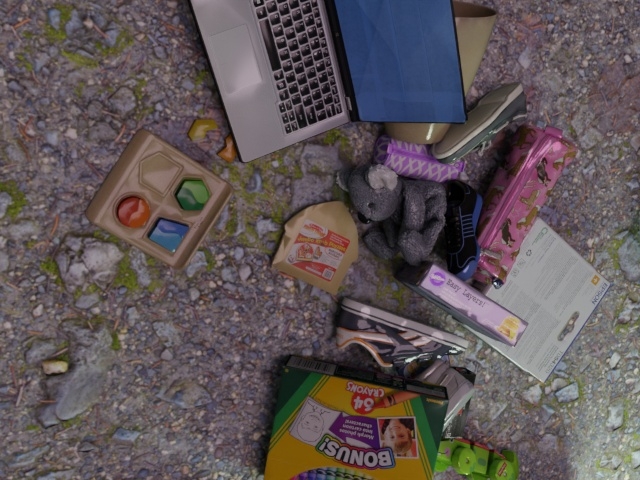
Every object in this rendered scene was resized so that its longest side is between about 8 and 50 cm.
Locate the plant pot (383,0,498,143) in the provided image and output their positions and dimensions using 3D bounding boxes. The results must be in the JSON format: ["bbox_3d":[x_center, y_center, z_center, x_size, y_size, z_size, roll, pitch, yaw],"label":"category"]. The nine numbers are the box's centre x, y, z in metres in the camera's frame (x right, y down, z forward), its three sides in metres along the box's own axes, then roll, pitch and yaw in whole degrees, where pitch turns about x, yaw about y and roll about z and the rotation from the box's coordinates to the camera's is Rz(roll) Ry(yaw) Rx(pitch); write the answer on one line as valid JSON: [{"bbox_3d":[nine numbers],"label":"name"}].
[{"bbox_3d":[0.215,-0.351,1.447,0.257,0.256,0.274,-5,119,-21],"label":"plant pot"}]

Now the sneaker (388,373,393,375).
[{"bbox_3d":[0.113,0.439,1.639,0.111,0.103,0.252,4,93,-18],"label":"sneaker"}]

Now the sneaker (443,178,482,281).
[{"bbox_3d":[0.301,-0.026,1.531,0.090,0.081,0.232,31,56,-34],"label":"sneaker"}]

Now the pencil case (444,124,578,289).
[{"bbox_3d":[0.445,-0.084,1.616,0.160,0.167,0.386,31,89,-25],"label":"pencil case"}]

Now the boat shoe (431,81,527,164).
[{"bbox_3d":[0.370,-0.245,1.552,0.319,0.116,0.099,-42,116,-32],"label":"boat shoe"}]

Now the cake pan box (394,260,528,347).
[{"bbox_3d":[0.300,0.131,1.528,0.246,0.267,0.070,35,87,-3],"label":"cake pan box"}]

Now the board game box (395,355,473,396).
[{"bbox_3d":[0.281,0.348,1.714,0.136,0.035,0.201,-35,111,-12],"label":"board game box"}]

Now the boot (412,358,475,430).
[{"bbox_3d":[0.239,0.404,1.636,0.258,0.123,0.095,-49,152,0],"label":"boot"}]

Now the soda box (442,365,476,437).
[{"bbox_3d":[0.328,0.396,1.693,0.060,0.053,0.168,7,99,-24],"label":"soda box"}]

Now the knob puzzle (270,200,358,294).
[{"bbox_3d":[0.000,0.000,1.533,0.213,0.030,0.213,-4,103,-20],"label":"knob puzzle"}]

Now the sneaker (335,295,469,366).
[{"bbox_3d":[0.182,0.233,1.603,0.321,0.126,0.127,18,89,-12],"label":"sneaker"}]

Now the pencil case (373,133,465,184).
[{"bbox_3d":[0.220,-0.180,1.551,0.206,0.088,0.086,8,97,-22],"label":"pencil case"}]

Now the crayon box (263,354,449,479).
[{"bbox_3d":[0.074,0.448,1.532,0.363,0.106,0.313,11,97,6],"label":"crayon box"}]

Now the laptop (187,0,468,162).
[{"bbox_3d":[0.016,-0.350,1.283,0.408,0.236,0.382,-23,121,-13],"label":"laptop"}]

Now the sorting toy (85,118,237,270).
[{"bbox_3d":[-0.291,-0.117,1.386,0.229,0.041,0.307,33,88,-24],"label":"sorting toy"}]

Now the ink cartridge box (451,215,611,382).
[{"bbox_3d":[0.541,0.151,1.759,0.330,0.071,0.324,37,87,-27],"label":"ink cartridge box"}]

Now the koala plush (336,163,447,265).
[{"bbox_3d":[0.145,-0.088,1.495,0.221,0.196,0.203,36,78,-22],"label":"koala plush"}]

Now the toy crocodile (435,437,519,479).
[{"bbox_3d":[0.380,0.552,1.756,0.341,0.115,0.105,25,65,-25],"label":"toy crocodile"}]
